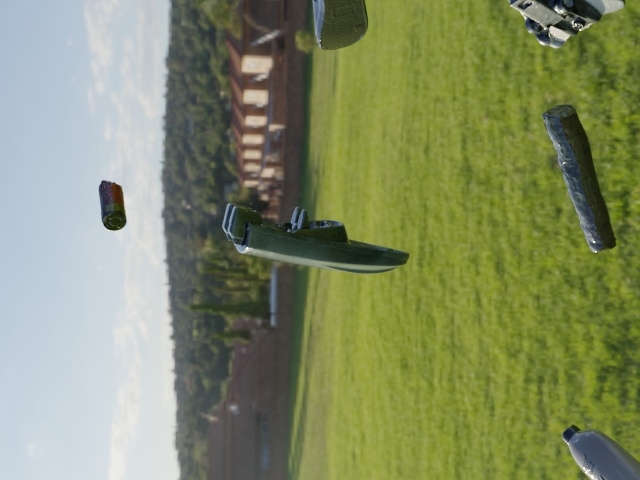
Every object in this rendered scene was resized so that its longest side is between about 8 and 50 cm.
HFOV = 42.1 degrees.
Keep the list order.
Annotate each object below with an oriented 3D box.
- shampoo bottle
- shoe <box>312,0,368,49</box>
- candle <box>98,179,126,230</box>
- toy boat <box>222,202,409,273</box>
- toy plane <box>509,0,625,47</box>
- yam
[{"bbox_3d":[0.602,0.471,1.713,0.257,0.078,0.127,43,148,49],"label":"shampoo bottle"},{"bbox_3d":[0.037,-0.486,1.679,0.241,0.108,0.093,89,167,-67],"label":"shoe"},{"bbox_3d":[-0.424,-0.079,1.692,0.130,0.052,0.052,-111,20,-43],"label":"candle"},{"bbox_3d":[0.000,0.000,1.382,0.141,0.319,0.092,-155,77,-74],"label":"toy boat"},{"bbox_3d":[0.359,-0.446,1.457,0.204,0.316,0.103,-29,50,57],"label":"toy plane"},{"bbox_3d":[0.440,-0.100,1.403,0.061,0.061,0.274,-109,-5,-70],"label":"yam"}]
